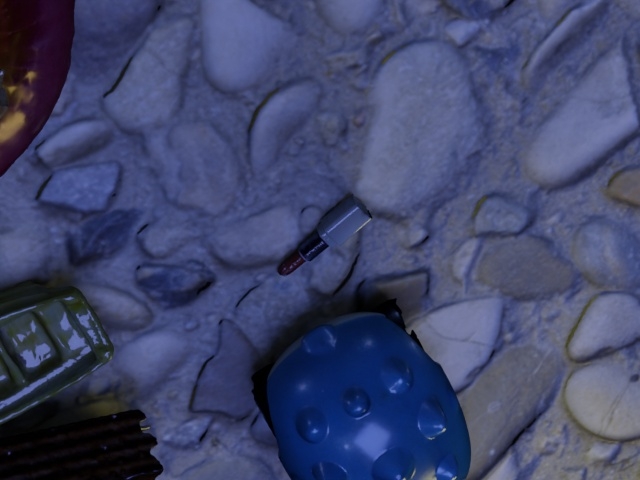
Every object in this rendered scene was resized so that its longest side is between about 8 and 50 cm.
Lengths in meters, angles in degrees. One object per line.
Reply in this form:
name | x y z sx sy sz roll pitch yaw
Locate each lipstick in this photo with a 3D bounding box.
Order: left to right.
lipstick | 0.000 0.000 1.217 0.107 0.025 0.025 -39 121 12

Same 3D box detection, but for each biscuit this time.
biscuit | -0.270 0.228 1.183 0.252 0.070 0.106 -9 153 -27

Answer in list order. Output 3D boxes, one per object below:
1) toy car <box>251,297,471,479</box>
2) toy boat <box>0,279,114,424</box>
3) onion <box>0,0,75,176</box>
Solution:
toy car | 0.055 0.197 1.247 0.188 0.190 0.255 -27 124 -3
toy boat | -0.330 0.123 1.147 0.276 0.084 0.111 -28 120 -6
onion | -0.321 -0.138 0.863 0.358 0.345 0.358 -34 167 -9
